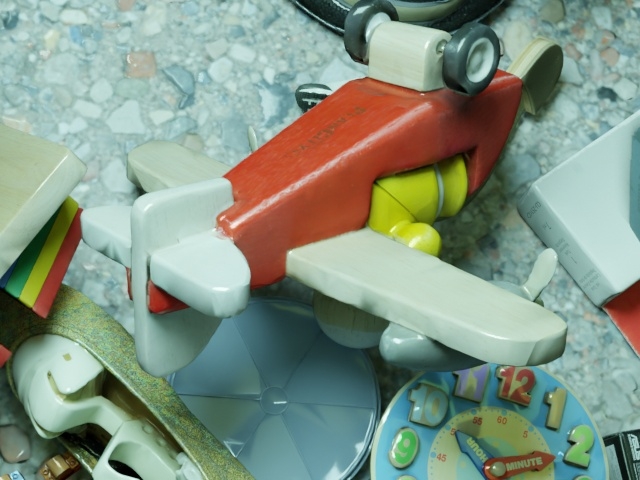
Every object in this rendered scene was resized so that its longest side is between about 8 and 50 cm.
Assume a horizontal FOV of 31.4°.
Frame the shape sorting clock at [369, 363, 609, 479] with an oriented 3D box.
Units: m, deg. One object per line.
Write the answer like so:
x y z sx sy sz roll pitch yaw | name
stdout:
0.144 0.195 0.962 0.206 0.040 0.206 2 71 -7 | shape sorting clock

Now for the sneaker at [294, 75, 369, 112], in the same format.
0.027 -0.148 1.169 0.109 0.040 0.043 6 55 -9 | sneaker

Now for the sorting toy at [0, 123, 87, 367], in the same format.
-0.312 0.028 0.974 0.255 0.257 0.089 -53 125 -12 | sorting toy

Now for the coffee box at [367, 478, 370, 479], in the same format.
0.162 0.281 1.011 0.141 0.098 0.246 -30 78 -16 | coffee box

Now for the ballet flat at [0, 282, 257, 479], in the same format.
-0.178 0.161 0.976 0.348 0.123 0.123 43 72 11 | ballet flat

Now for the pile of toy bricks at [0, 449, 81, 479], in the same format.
-0.263 0.263 0.958 0.212 0.105 0.118 -36 80 -17 | pile of toy bricks

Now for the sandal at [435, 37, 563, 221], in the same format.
0.149 -0.120 1.163 0.079 0.088 0.240 28 69 37 | sandal

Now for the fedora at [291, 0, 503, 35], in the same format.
0.074 -0.376 1.184 0.334 0.152 0.333 2 72 -7 | fedora

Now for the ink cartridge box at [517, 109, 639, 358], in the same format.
0.394 -0.021 1.158 0.296 0.066 0.261 -34 79 -16 | ink cartridge box

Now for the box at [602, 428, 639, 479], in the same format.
0.350 0.259 1.054 0.147 0.077 0.180 -7 74 -10 | box

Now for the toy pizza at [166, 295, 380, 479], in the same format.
-0.044 0.151 1.062 0.201 0.032 0.201 2 73 -7 | toy pizza

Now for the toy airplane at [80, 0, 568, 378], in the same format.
0.000 0.000 0.962 0.385 0.272 0.386 -10 38 9 | toy airplane
